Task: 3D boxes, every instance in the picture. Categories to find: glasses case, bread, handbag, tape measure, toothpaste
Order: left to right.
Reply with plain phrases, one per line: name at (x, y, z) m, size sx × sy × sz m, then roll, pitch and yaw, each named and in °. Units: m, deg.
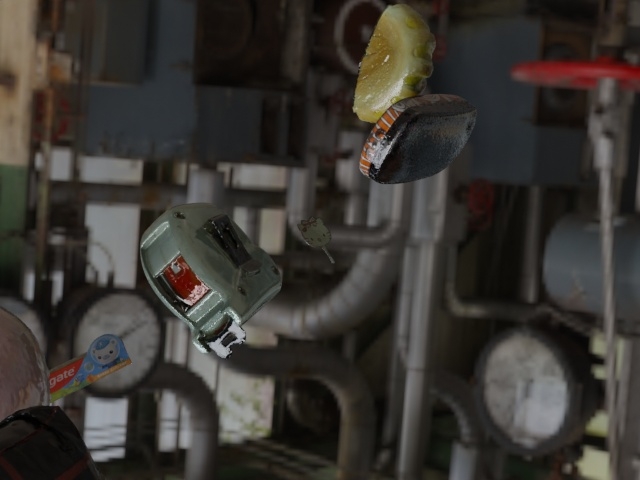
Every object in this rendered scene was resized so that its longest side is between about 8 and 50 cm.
handbag at (-0.318, 0.306, 1.404) m, size 0.155 × 0.215 × 0.169 m, roll -16°, pitch -167°, yaw 36°
toothpaste at (-0.434, 0.225, 2.246) m, size 0.193 × 0.070 × 0.044 m, roll -26°, pitch -170°, yaw -26°
tape measure at (-0.176, 0.049, 2.105) m, size 0.125 × 0.246 × 0.243 m, roll -40°, pitch -179°, yaw 20°
bread at (0.106, -0.227, 1.663) m, size 0.083 × 0.157 × 0.094 m, roll 8°, pitch -177°, yaw -35°
glasses case at (0.124, -0.127, 1.586) m, size 0.067 × 0.103 × 0.267 m, roll 33°, pitch -161°, yaw 18°

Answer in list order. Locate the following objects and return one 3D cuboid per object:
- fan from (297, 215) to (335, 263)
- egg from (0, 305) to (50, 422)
fan at (0.000, 0.000, 1.943) m, size 0.056 × 0.083 × 0.004 m, roll -21°, pitch 162°, yaw -43°
egg at (-0.517, 0.221, 1.710) m, size 0.354 × 0.354 × 0.340 m, roll 8°, pitch -135°, yaw 43°
